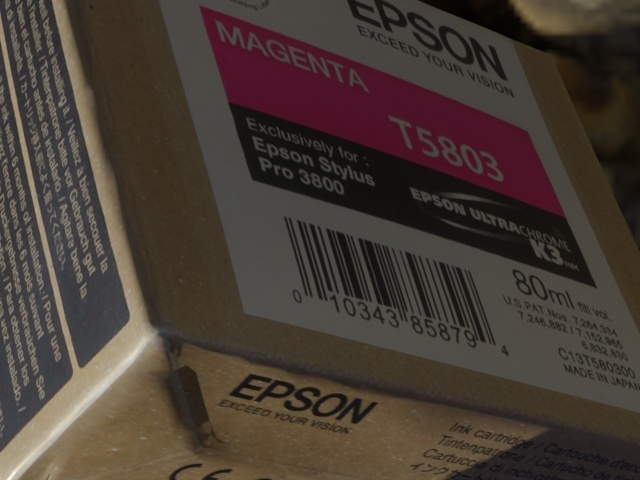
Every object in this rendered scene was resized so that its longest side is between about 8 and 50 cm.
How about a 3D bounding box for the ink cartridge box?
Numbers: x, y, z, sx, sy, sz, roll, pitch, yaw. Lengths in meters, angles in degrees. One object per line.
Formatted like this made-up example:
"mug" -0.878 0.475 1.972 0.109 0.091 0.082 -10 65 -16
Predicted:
"ink cartridge box" 0.000 0.000 0.639 0.235 0.193 0.088 15 133 -37
